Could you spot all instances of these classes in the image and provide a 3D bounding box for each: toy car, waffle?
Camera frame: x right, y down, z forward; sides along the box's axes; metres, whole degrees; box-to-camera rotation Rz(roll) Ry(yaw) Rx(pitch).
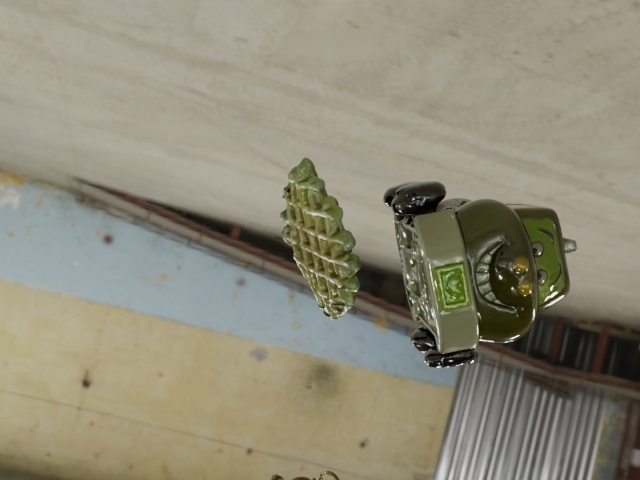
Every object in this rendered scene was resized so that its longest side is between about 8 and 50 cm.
[{"bbox_3d":[0.188,0.021,0.905,0.198,0.204,0.248,-11,-175,0],"label":"toy car"},{"bbox_3d":[0.000,0.000,0.963,0.036,0.183,0.169,-17,155,-20],"label":"waffle"}]

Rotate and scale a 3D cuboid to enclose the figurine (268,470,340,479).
[{"bbox_3d":[-0.031,0.623,1.844,0.264,0.189,0.142,-4,166,27],"label":"figurine"}]
